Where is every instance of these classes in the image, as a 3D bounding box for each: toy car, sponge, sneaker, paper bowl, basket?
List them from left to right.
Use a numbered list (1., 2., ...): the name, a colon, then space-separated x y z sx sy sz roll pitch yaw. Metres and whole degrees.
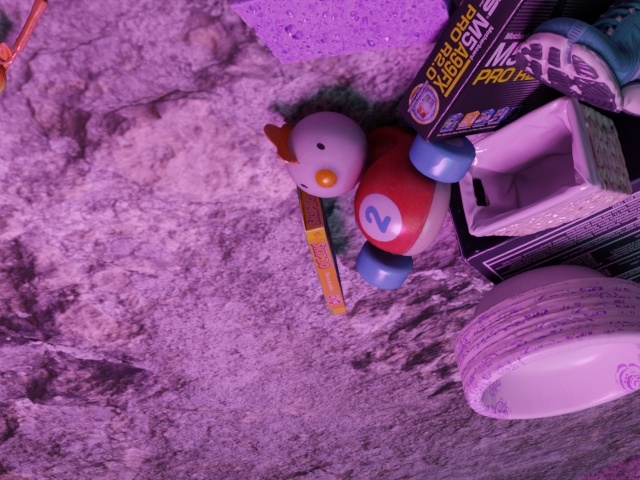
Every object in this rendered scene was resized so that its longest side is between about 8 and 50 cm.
1. sponge: 0.027 -0.238 0.620 0.210 0.031 0.117 0 164 25
2. toy car: 0.036 -0.090 0.772 0.238 0.210 0.219 15 127 -10
3. basket: 0.260 -0.076 0.700 0.103 0.113 0.167 7 159 -33
4. paper bowl: 0.336 0.141 0.862 0.285 0.148 0.284 -4 144 -3
5. sneaker: 0.285 -0.194 0.596 0.275 0.107 0.109 -12 130 -49

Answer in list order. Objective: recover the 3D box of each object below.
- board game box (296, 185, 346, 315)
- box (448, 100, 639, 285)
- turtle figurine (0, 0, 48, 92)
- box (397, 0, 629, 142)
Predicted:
1. board game box: 0.000 0.000 0.924 0.039 0.124 0.259 -14 142 5
2. box: 0.388 -0.042 0.897 0.296 0.182 0.294 -28 138 27
3. turtle figurine: -0.402 -0.216 0.599 0.270 0.087 0.217 -28 132 36
4. box: 0.240 -0.217 0.656 0.270 0.060 0.216 -15 151 -37
